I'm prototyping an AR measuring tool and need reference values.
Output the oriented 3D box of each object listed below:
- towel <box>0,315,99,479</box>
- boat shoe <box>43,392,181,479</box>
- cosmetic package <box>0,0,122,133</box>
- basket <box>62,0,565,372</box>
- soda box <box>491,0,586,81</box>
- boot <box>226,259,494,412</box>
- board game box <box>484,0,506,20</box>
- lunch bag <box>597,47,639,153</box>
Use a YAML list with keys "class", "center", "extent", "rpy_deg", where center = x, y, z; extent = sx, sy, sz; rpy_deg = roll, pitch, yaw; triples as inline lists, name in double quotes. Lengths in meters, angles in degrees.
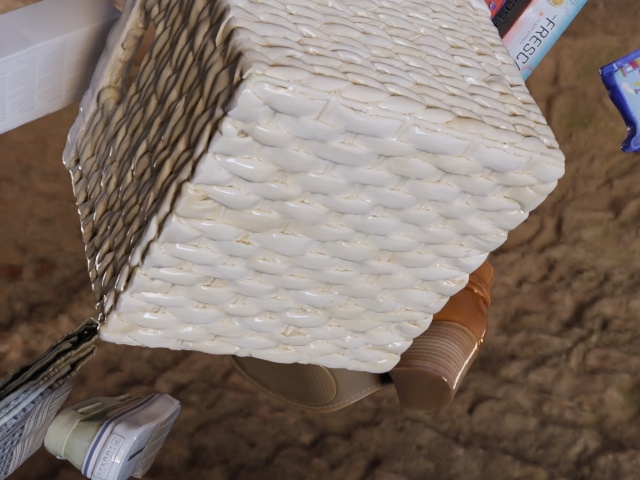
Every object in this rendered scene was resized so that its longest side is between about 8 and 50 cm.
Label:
- class: "towel"
  center: [-0.425, 0.271, 1.309]
  extent: [0.056, 0.324, 0.312]
  rpy_deg: [40, -143, 7]
- class: "boat shoe"
  center: [-0.237, 0.219, 1.185]
  extent: [0.094, 0.109, 0.302]
  rpy_deg: [27, 174, 4]
- class: "cosmetic package"
  center: [-0.304, -0.160, 0.959]
  extent: [0.060, 0.099, 0.239]
  rpy_deg: [41, -132, 20]
- class: "basket"
  center: [-0.019, -0.077, 0.908]
  extent: [0.331, 0.328, 0.266]
  rpy_deg: [11, -138, -31]
- class: "soda box"
  center: [0.242, -0.250, 1.215]
  extent: [0.063, 0.183, 0.058]
  rpy_deg: [29, -162, -25]
- class: "boot"
  center: [0.051, 0.083, 1.140]
  extent: [0.283, 0.109, 0.220]
  rpy_deg: [-2, -147, 26]
- class: "board game box"
  center: [0.168, -0.375, 1.474]
  extent: [0.208, 0.347, 0.056]
  rpy_deg: [36, -155, -8]
- class: "lunch bag"
  center: [0.543, -0.197, 1.466]
  extent: [0.293, 0.221, 0.138]
  rpy_deg: [-28, 179, -22]
